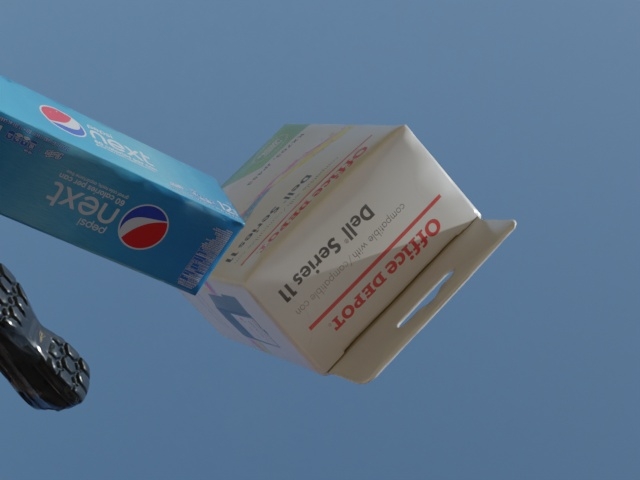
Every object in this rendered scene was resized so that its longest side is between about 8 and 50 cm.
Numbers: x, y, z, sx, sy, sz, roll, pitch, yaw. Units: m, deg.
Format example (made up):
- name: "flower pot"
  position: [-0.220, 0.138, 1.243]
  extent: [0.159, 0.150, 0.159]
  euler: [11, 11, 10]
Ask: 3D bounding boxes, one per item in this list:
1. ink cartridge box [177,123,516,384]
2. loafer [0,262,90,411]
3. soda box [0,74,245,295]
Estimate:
- name: "ink cartridge box"
  position: [0.000, 0.000, 1.374]
  extent: [0.207, 0.119, 0.353]
  euler: [-46, -161, -14]
- name: "loafer"
  position: [-0.320, 0.093, 1.521]
  extent: [0.078, 0.223, 0.076]
  euler: [-21, -147, 22]
- name: "soda box"
  position: [-0.158, -0.039, 1.025]
  extent: [0.067, 0.210, 0.071]
  euler: [-54, -144, 14]
